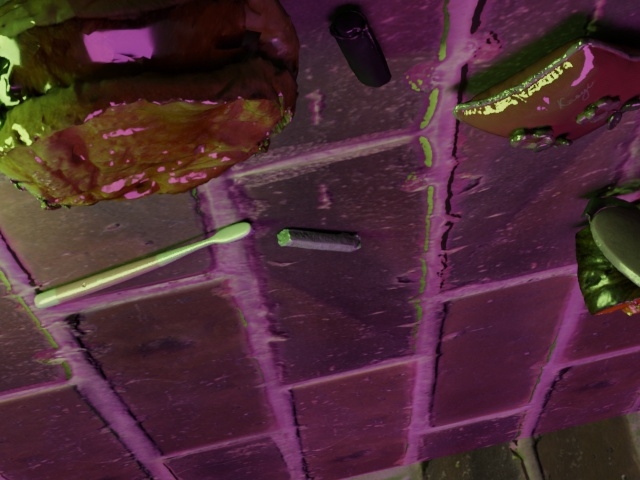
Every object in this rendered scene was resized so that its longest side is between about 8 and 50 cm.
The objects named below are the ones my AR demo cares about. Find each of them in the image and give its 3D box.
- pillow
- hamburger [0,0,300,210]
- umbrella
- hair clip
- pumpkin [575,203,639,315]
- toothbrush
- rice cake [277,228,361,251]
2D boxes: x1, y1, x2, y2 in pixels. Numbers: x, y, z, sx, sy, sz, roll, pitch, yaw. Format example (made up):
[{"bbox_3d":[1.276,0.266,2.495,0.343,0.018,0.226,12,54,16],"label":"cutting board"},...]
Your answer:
[{"bbox_3d":[0.248,-0.141,1.630,0.171,0.075,0.179,6,153,-44],"label":"pillow"},{"bbox_3d":[-0.153,-0.125,1.307,0.265,0.134,0.285,-14,169,-20],"label":"hamburger"},{"bbox_3d":[0.035,-0.170,1.463,0.036,0.031,0.133,-17,161,7],"label":"umbrella"},{"bbox_3d":[0.468,0.062,2.018,0.110,0.359,0.095,-49,168,-13],"label":"hair clip"},{"bbox_3d":[0.496,0.012,2.177,0.280,0.139,0.190,-21,160,26],"label":"pumpkin"},{"bbox_3d":[-0.205,0.030,1.910,0.286,0.020,0.025,-19,168,16],"label":"toothbrush"},{"bbox_3d":[0.000,0.000,1.966,0.121,0.021,0.022,6,159,-42],"label":"rice cake"}]
